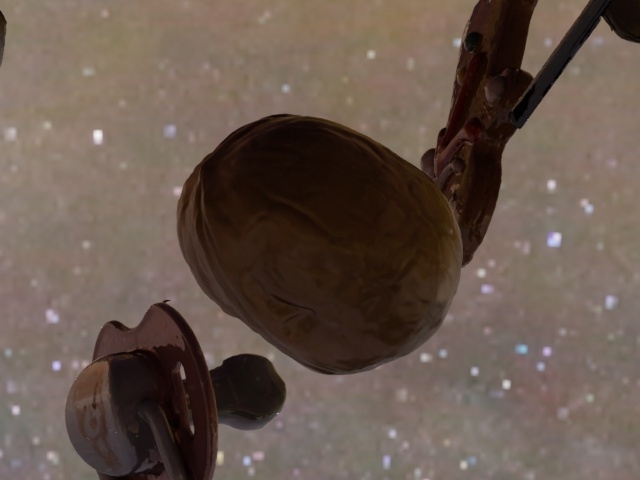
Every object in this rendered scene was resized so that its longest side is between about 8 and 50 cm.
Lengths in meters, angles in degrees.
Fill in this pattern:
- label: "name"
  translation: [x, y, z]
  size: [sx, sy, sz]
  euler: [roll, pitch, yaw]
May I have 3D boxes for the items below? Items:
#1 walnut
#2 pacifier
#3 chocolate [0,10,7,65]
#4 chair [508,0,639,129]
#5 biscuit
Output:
- label: "walnut"
  translation: [0.000, 0.000, 1.286]
  size: [0.225, 0.193, 0.193]
  euler: [33, -164, -17]
- label: "pacifier"
  translation: [-0.181, 0.197, 1.989]
  size: [0.273, 0.220, 0.332]
  euler: [-49, -166, -29]
- label: "chocolate"
  translation: [-0.388, -0.158, 1.220]
  size: [0.303, 0.185, 0.100]
  euler: [29, -143, -8]
- label: "chair"
  translation: [0.203, -0.208, 1.071]
  size: [0.159, 0.172, 0.247]
  euler: [-29, 180, -30]
- label: "biscuit"
  translation: [0.151, -0.124, 1.631]
  size: [0.049, 0.324, 0.205]
  euler: [17, 158, -12]
